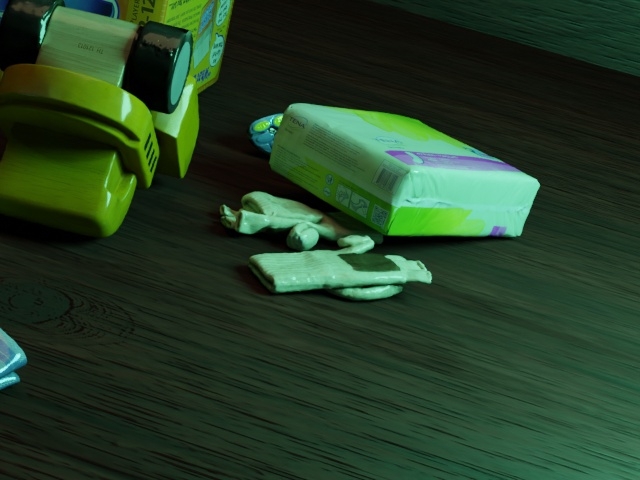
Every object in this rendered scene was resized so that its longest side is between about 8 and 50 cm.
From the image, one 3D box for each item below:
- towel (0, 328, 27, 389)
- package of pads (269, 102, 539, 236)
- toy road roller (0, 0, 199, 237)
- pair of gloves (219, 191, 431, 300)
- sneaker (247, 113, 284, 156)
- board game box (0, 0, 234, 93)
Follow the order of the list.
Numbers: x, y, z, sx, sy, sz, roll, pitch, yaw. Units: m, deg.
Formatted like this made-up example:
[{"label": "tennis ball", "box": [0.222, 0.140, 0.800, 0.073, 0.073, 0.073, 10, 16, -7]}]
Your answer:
[{"label": "towel", "box": [-0.388, 0.036, 1.027, 0.285, 0.034, 0.209, 44, 31, 13]}, {"label": "package of pads", "box": [0.106, -0.089, 1.671, 0.229, 0.101, 0.297, 31, 18, 36]}, {"label": "toy road roller", "box": [-0.267, -0.110, 1.464, 0.203, 0.240, 0.329, 15, -17, 2]}, {"label": "pair of gloves", "box": [0.000, 0.000, 1.501, 0.204, 0.042, 0.240, 5, 22, -22]}, {"label": "sneaker", "box": [-0.037, -0.152, 1.857, 0.078, 0.067, 0.188, 4, 11, 41]}, {"label": "board game box", "box": [-0.331, -0.407, 1.883, 0.357, 0.356, 0.356, 16, 21, 8]}]
